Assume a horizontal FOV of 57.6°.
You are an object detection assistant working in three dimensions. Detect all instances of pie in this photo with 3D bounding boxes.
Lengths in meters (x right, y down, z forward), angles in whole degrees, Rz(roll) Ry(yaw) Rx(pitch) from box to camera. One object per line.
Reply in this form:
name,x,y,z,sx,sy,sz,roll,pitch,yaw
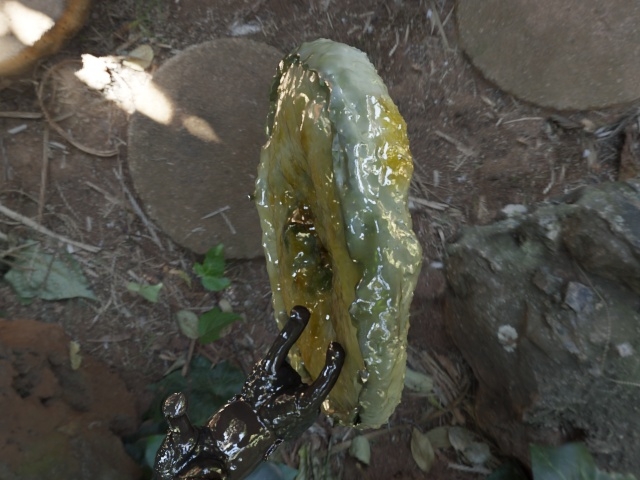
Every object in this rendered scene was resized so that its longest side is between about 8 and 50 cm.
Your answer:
pie,0.000,0.000,0.416,0.055,0.274,0.274,-6,96,-18

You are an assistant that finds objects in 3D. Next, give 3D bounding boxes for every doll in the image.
doll,-0.058,0.133,0.376,0.057,0.139,0.165,42,141,20
